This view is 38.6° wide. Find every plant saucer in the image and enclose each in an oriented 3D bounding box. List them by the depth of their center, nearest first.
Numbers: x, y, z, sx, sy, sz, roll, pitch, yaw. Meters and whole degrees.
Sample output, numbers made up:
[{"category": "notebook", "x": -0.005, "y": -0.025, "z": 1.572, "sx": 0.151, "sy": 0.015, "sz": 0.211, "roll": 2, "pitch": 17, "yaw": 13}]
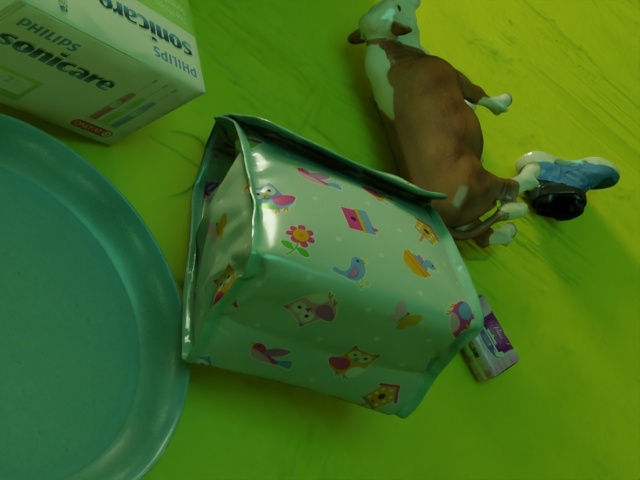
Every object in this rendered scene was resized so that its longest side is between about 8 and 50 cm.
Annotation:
[{"category": "plant saucer", "x": -0.229, "y": 0.048, "z": 0.661, "sx": 0.317, "sy": 0.043, "sz": 0.318, "roll": 35, "pitch": 38, "yaw": -33}]

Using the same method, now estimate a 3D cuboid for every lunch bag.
[{"category": "lunch bag", "x": 0.000, "y": 0.000, "z": 0.820, "sx": 0.223, "sy": 0.160, "sz": 0.262, "roll": 20, "pitch": 36, "yaw": -22}]

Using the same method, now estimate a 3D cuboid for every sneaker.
[{"category": "sneaker", "x": 0.316, "y": -0.060, "z": 1.135, "sx": 0.152, "sy": 0.058, "sz": 0.085, "roll": 7, "pitch": 57, "yaw": -28}]

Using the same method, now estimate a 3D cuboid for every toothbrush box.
[{"category": "toothbrush box", "x": -0.226, "y": -0.252, "z": 0.774, "sx": 0.206, "sy": 0.122, "sz": 0.283, "roll": 19, "pitch": 52, "yaw": -57}]

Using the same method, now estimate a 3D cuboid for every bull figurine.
[{"category": "bull figurine", "x": 0.136, "y": -0.131, "z": 1.021, "sx": 0.188, "sy": 0.101, "sz": 0.310, "roll": 7, "pitch": 62, "yaw": -34}]

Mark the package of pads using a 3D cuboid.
[{"category": "package of pads", "x": 0.170, "y": 0.102, "z": 0.965, "sx": 0.050, "sy": 0.032, "sz": 0.083, "roll": -23, "pitch": 81, "yaw": -39}]
